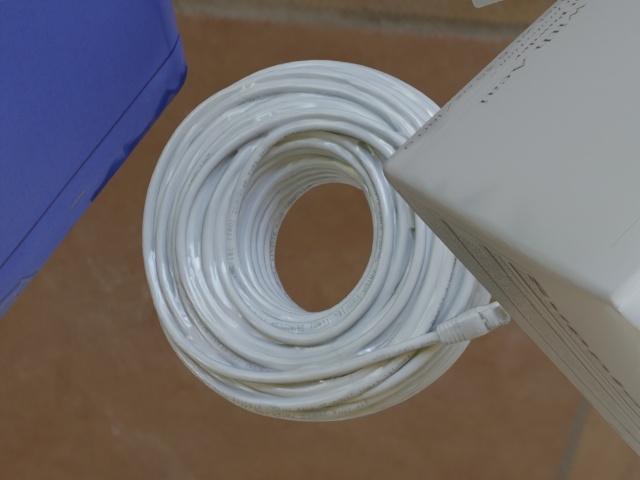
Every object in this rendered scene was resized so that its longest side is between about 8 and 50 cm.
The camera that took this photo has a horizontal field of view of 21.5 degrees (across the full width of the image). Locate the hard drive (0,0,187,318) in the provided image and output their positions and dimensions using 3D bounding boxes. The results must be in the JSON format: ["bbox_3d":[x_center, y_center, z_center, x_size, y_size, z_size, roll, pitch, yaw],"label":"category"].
[{"bbox_3d":[-0.146,-0.112,0.716,0.210,0.040,0.318,-56,157,-28],"label":"hard drive"}]

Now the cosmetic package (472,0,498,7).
[{"bbox_3d":[0.199,-0.375,1.183,0.284,0.377,0.097,-17,150,16],"label":"cosmetic package"}]

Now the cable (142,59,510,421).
[{"bbox_3d":[0.000,0.000,1.202,0.257,0.257,0.089,-31,162,18],"label":"cable"}]

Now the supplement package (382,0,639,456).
[{"bbox_3d":[0.161,-0.005,0.527,0.177,0.293,0.175,-43,102,-1],"label":"supplement package"}]
